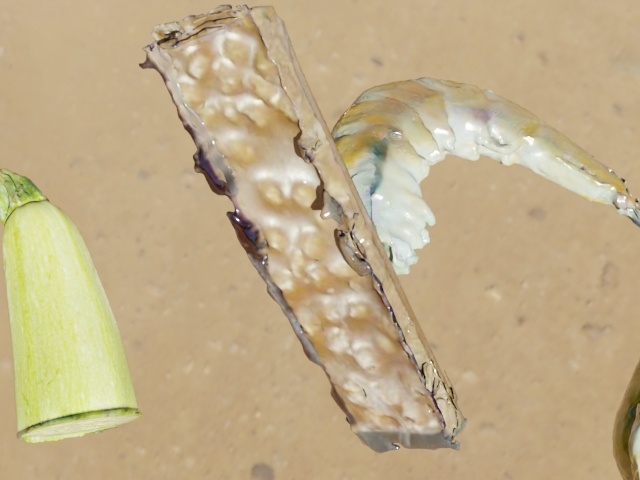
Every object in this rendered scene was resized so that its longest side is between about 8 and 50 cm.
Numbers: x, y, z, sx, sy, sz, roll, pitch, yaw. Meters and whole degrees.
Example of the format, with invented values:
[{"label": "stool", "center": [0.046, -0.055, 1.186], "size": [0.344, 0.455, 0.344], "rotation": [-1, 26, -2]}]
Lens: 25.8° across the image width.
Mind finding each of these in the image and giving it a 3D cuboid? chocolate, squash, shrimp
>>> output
[{"label": "chocolate", "center": [0.001, -0.003, 0.883], "size": [0.065, 0.102, 0.329], "rotation": [-46, 119, -38]}, {"label": "squash", "center": [-0.211, 0.044, 1.070], "size": [0.094, 0.094, 0.224], "rotation": [-9, 71, -30]}, {"label": "shrimp", "center": [0.110, -0.057, 1.115], "size": [0.287, 0.068, 0.185], "rotation": [-5, 54, -29]}]

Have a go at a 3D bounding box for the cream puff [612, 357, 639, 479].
[{"label": "cream puff", "center": [0.330, 0.152, 0.928], "size": [0.257, 0.291, 0.324], "rotation": [60, 27, -3]}]
